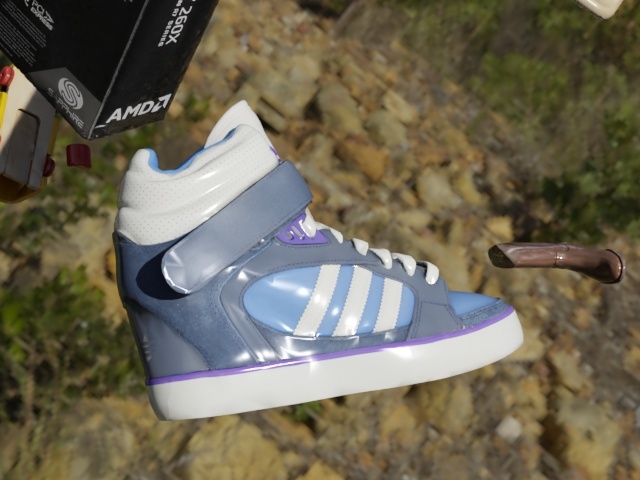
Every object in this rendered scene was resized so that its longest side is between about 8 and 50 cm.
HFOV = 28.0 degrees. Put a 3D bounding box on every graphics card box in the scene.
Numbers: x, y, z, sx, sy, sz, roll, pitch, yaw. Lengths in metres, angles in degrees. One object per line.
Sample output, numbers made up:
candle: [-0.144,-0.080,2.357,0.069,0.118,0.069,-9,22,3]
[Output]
graphics card box: [-0.149,-0.283,0.922,0.233,0.371,0.094,44,37,18]

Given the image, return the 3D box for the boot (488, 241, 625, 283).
boot: [0.239,0.021,1.316,0.114,0.037,0.106,4,6,-25]

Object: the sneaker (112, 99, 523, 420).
sneaker: [-0.001,0.000,0.998,0.130,0.323,0.236,163,-82,-68]

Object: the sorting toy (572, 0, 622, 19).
sorting toy: [0.231,-0.286,0.965,0.307,0.229,0.041,35,-7,-4]

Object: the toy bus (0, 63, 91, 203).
toy bus: [-0.417,-0.151,1.733,0.202,0.104,0.191,-34,101,-48]
